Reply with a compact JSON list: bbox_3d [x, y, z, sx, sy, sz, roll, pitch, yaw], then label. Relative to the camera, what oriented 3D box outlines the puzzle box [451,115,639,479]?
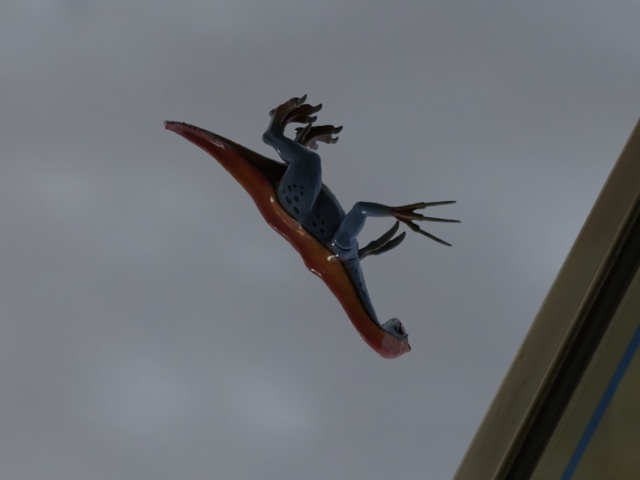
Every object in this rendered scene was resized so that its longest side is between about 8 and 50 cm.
[{"bbox_3d":[0.128,0.154,0.385,0.272,0.052,0.409,27,-86,15],"label":"puzzle box"}]

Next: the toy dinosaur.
[{"bbox_3d":[0.000,0.000,0.555,0.090,0.047,0.082,-7,-111,5],"label":"toy dinosaur"}]
